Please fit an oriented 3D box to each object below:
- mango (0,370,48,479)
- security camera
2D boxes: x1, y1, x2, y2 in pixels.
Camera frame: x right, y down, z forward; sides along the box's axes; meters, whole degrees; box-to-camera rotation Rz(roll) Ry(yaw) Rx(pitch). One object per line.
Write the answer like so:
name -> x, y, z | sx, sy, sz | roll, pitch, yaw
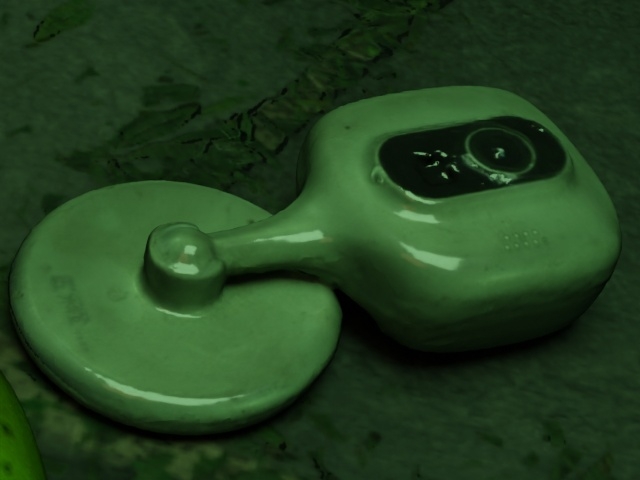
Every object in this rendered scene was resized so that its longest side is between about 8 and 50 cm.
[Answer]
mango -> -0.162, 0.086, 0.683 | 0.119, 0.100, 0.178 | -23, 63, -39
security camera -> 0.000, 0.000, 0.850 | 0.302, 0.080, 0.157 | -12, 50, -25
